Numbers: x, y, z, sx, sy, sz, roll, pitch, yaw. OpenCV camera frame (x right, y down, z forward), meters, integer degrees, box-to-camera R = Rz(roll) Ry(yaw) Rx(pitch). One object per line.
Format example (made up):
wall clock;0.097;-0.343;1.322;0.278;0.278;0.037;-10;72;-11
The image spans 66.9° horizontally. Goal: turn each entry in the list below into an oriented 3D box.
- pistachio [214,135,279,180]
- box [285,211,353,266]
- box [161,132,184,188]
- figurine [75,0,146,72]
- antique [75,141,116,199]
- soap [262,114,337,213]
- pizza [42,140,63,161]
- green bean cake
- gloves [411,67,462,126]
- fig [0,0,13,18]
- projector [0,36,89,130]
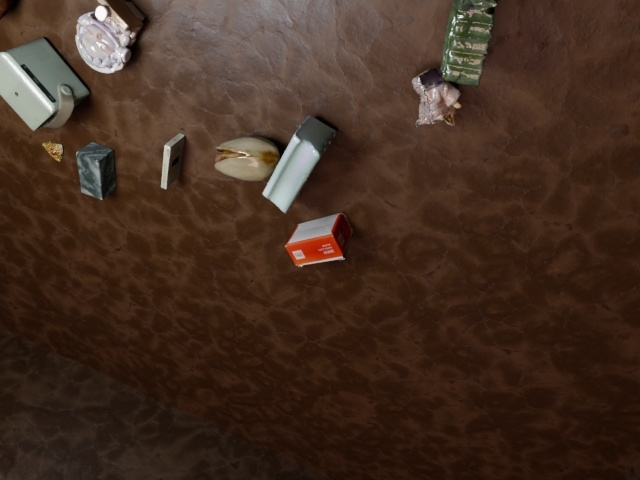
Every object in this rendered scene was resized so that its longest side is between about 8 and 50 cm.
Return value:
pistachio;-0.219;-0.244;1.440;0.215;0.144;0.144;1;126;19
box;0.000;0.000;1.547;0.182;0.133;0.099;-13;122;27
box;-0.476;-0.254;1.557;0.024;0.090;0.167;24;131;2
figurine;-0.592;-0.558;1.333;0.236;0.141;0.162;-28;108;35
antique;-0.777;-0.235;1.686;0.086;0.088;0.183;20;131;5
soap;-0.073;-0.205;1.391;0.095;0.173;0.289;33;131;-4
pizza;-0.948;-0.322;1.722;0.078;0.025;0.083;-23;114;35
green bean cake;0.324;-0.447;1.057;0.094;0.173;0.181;13;130;13
gloves;0.284;-0.352;1.199;0.110;0.094;0.144;-9;102;-2
fig;-0.964;-0.714;1.310;0.235;0.235;0.215;-23;78;33
projector;-0.853;-0.467;1.478;0.163;0.177;0.242;-21;115;34
